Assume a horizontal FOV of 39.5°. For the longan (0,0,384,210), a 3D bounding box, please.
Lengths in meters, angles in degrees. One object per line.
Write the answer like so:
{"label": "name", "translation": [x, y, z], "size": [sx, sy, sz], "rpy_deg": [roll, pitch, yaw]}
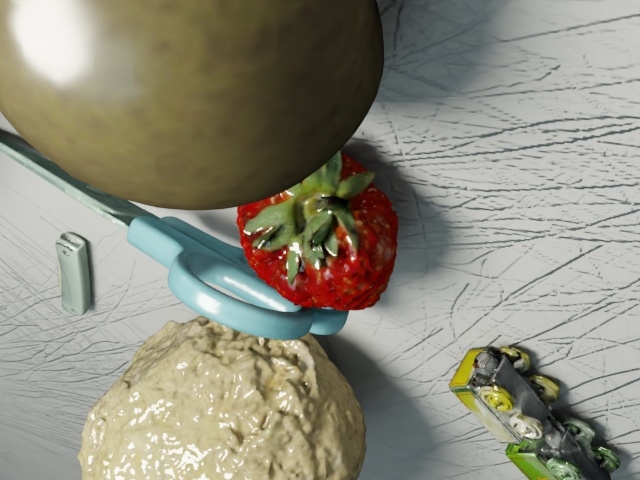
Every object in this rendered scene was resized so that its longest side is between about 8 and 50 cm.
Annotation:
{"label": "longan", "translation": [-0.068, -0.130, 0.507], "size": [0.248, 0.248, 0.248], "rpy_deg": [20, 144, 15]}

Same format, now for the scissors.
{"label": "scissors", "translation": [-0.179, -0.024, 0.823], "size": [0.447, 0.192, 0.029], "rpy_deg": [28, 103, 23]}

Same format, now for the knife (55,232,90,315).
{"label": "knife", "translation": [-0.294, 0.041, 1.050], "size": [0.044, 0.023, 0.162], "rpy_deg": [30, 146, 8]}

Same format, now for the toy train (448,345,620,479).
{"label": "toy train", "translation": [0.196, 0.172, 0.817], "size": [0.202, 0.060, 0.081], "rpy_deg": [47, 148, -19]}

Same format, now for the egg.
{"label": "egg", "translation": [-0.101, 0.209, 0.918], "size": [0.310, 0.279, 0.279], "rpy_deg": [-30, 117, 21]}

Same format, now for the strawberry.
{"label": "strawberry", "translation": [0.005, -0.003, 0.702], "size": [0.131, 0.131, 0.148], "rpy_deg": [10, 172, 27]}
